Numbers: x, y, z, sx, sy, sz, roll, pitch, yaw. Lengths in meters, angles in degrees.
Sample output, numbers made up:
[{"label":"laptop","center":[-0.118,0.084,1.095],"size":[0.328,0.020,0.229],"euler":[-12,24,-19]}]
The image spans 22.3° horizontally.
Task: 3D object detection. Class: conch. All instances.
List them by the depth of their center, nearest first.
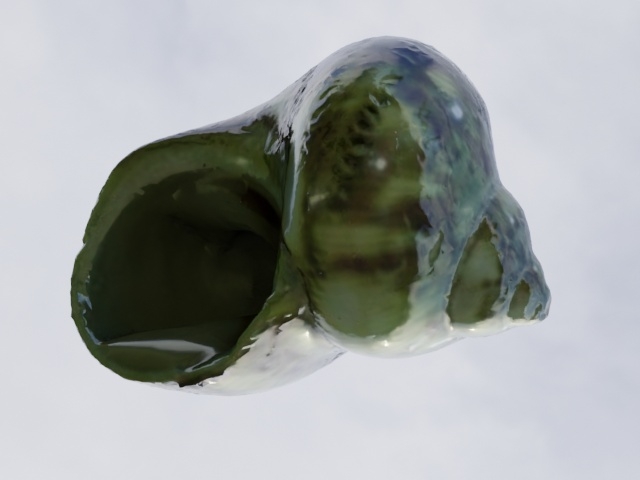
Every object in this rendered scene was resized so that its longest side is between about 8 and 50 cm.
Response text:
[{"label":"conch","center":[0.002,0.002,0.697],"size":[0.181,0.124,0.187],"euler":[20,-103,55]}]
